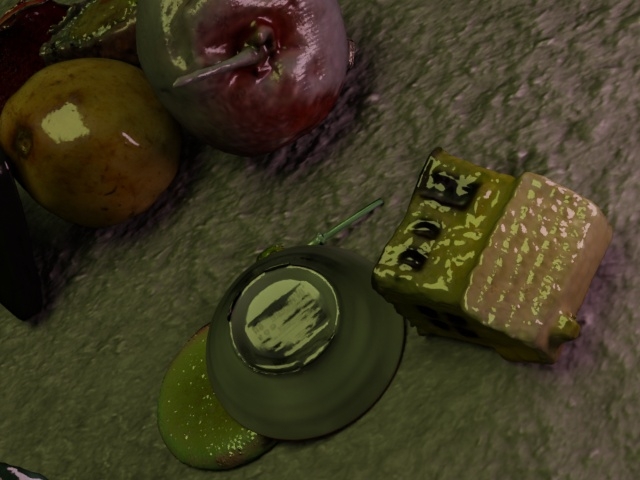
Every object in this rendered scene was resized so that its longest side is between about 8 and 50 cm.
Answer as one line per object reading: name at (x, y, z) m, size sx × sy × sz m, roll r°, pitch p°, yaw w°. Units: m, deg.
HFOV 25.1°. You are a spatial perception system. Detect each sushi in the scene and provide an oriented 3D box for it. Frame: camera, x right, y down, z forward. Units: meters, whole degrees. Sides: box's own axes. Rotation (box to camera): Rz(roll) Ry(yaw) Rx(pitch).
sushi at (-0.325, -0.327, 2.296) m, size 0.241 × 0.107 × 0.161 m, roll -42°, pitch 43°, yaw -5°

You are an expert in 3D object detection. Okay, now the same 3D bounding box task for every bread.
bread at (-0.118, 0.186, 1.840) m, size 0.228 × 0.033 × 0.228 m, roll -19°, pitch 50°, yaw 24°

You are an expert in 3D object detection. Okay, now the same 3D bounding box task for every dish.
dish at (-0.034, 0.108, 1.756) m, size 0.260 × 0.085 × 0.260 m, roll -8°, pitch 64°, yaw 16°

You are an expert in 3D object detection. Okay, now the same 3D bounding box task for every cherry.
cherry at (-0.125, -0.289, 1.972) m, size 0.291 × 0.326 × 0.335 m, roll -29°, pitch 49°, yaw -14°

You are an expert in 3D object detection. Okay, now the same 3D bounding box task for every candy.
candy at (0.000, 0.000, 1.883) m, size 0.194 × 0.062 × 0.058 m, roll -35°, pitch 21°, yaw -2°

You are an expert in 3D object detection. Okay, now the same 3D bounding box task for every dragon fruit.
dragon fruit at (-0.509, -0.323, 2.389) m, size 0.126 × 0.161 × 0.274 m, roll 33°, pitch 83°, yaw 42°

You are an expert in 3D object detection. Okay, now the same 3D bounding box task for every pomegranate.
pomegranate at (-0.326, -0.146, 2.083) m, size 0.260 × 0.260 × 0.260 m, roll -19°, pitch 51°, yaw 24°

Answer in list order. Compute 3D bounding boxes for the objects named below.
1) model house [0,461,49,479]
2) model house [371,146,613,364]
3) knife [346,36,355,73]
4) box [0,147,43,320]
model house at (-0.490, 0.476, 1.764) m, size 0.339 × 0.297 × 0.360 m, roll -44°, pitch 35°, yaw 47°
model house at (0.212, 0.031, 1.642) m, size 0.234 × 0.175 × 0.193 m, roll 18°, pitch 70°, yaw 31°
knife at (-0.064, -0.322, 2.161) m, size 0.365 × 0.043 × 0.089 m, roll 34°, pitch 115°, yaw 42°
box at (-0.511, -0.049, 2.128) m, size 0.073 × 0.289 × 0.290 m, roll -27°, pitch 37°, yaw -27°
